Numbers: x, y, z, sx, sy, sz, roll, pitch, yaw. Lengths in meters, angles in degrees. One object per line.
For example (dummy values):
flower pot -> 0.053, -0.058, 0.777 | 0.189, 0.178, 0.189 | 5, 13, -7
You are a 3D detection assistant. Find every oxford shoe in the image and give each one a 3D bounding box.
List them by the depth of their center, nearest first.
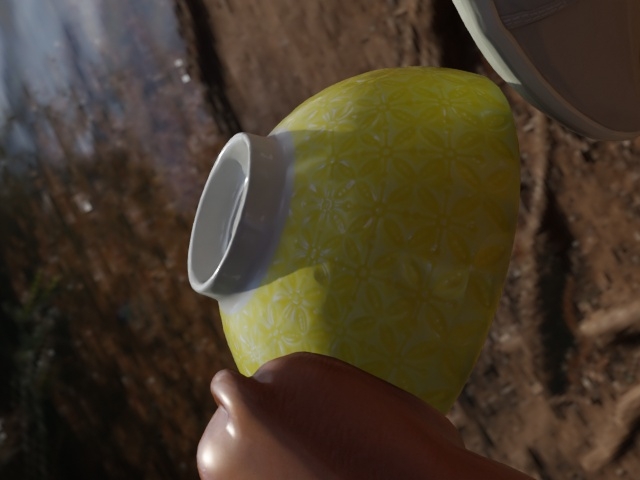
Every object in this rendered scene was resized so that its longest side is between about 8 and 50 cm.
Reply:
oxford shoe -> 0.138, -0.230, 0.901 | 0.130, 0.169, 0.449 | -4, 135, 35

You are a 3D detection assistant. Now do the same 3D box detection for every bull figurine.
bull figurine -> 0.077, 0.153, 0.490 | 0.310, 0.101, 0.188 | 45, 173, 34

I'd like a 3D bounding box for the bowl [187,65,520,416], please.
bowl -> 0.000, 0.000, 1.044 | 0.289, 0.156, 0.289 | -163, 90, -71
